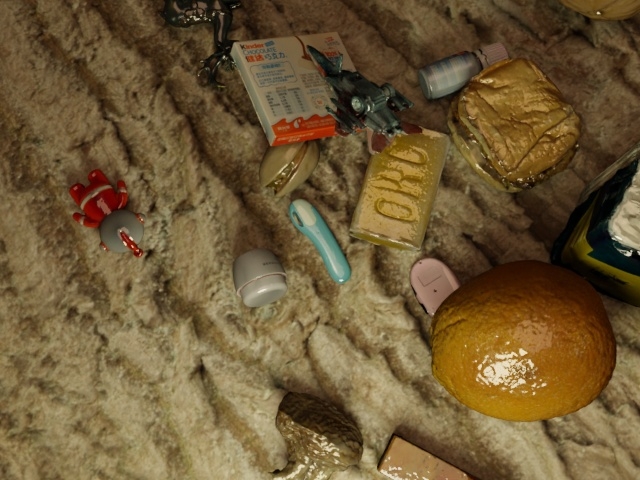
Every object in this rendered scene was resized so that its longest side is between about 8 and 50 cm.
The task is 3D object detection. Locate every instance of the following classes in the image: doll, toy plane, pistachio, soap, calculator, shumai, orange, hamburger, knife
[{"bbox_3d":[-0.477,-0.054,1.686,0.142,0.076,0.245,-40,75,-5],"label":"doll"},{"bbox_3d":[0.073,-0.326,1.606,0.223,0.104,0.326,-28,75,-32],"label":"toy plane"},{"bbox_3d":[-0.069,-0.188,1.676,0.124,0.124,0.185,35,86,9],"label":"pistachio"},{"bbox_3d":[0.177,-0.122,1.659,0.173,0.089,0.274,15,80,4],"label":"soap"},{"bbox_3d":[0.263,0.114,1.635,0.103,0.024,0.166,-32,77,-4],"label":"calculator"},{"bbox_3d":[-0.027,0.429,1.533,0.206,0.166,0.176,37,104,11],"label":"shumai"},{"bbox_3d":[0.394,0.200,1.470,0.356,0.322,0.322,-10,77,12],"label":"orange"},{"bbox_3d":[0.430,-0.253,1.648,0.259,0.144,0.283,-25,74,-7],"label":"hamburger"},{"bbox_3d":[0.000,0.000,1.671,0.064,0.031,0.222,-31,82,-8],"label":"knife"}]

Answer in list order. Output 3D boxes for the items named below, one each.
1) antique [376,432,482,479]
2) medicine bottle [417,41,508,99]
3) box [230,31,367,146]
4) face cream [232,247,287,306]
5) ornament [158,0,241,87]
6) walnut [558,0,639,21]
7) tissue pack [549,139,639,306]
[{"bbox_3d":[0.272,0.507,1.516,0.309,0.093,0.087,27,81,8],"label":"antique"},{"bbox_3d":[0.333,-0.395,1.712,0.203,0.083,0.084,-19,78,-1],"label":"medicine bottle"},{"bbox_3d":[-0.034,-0.350,1.670,0.273,0.048,0.265,-13,68,-25],"label":"box"},{"bbox_3d":[-0.134,0.082,1.617,0.117,0.117,0.104,-22,69,-2],"label":"face cream"},{"bbox_3d":[-0.286,-0.477,1.763,0.202,0.080,0.236,-4,78,-2],"label":"ornament"},{"bbox_3d":[0.655,-0.660,1.649,0.332,0.333,0.333,-1,78,3],"label":"walnut"},{"bbox_3d":[0.651,-0.022,1.451,0.264,0.416,0.253,26,83,6],"label":"tissue pack"}]
